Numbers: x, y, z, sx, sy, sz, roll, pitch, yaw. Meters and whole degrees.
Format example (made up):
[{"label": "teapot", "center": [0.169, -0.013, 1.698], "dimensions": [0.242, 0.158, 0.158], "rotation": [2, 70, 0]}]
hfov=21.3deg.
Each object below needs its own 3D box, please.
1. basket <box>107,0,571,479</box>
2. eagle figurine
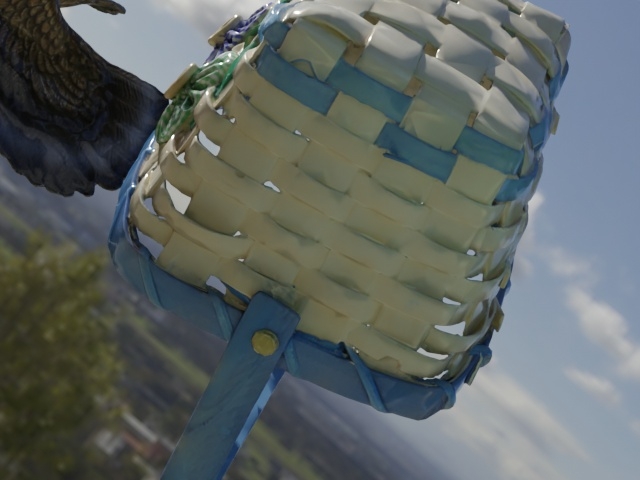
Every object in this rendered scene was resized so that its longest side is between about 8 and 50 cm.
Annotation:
[{"label": "basket", "center": [0.000, 0.000, 0.869], "dimensions": [0.201, 0.289, 0.255], "rotation": [24, 27, 2]}, {"label": "eagle figurine", "center": [-0.224, -0.193, 1.286], "dimensions": [0.225, 0.226, 0.298], "rotation": [24, -31, 15]}]
